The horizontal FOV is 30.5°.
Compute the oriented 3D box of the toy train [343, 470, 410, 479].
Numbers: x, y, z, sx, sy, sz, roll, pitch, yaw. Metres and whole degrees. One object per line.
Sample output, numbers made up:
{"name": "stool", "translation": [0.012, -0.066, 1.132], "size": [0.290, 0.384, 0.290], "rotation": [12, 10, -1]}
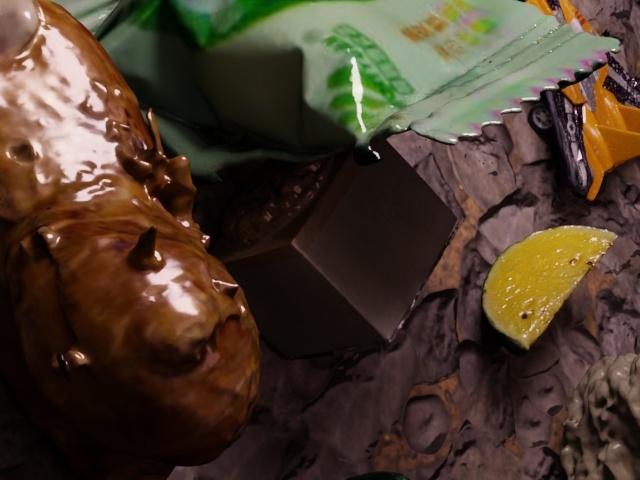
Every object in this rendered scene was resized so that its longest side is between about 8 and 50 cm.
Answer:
{"name": "toy train", "translation": [0.099, 0.337, 0.990], "size": [0.330, 0.138, 0.178], "rotation": [41, 52, -22]}

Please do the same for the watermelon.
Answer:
{"name": "watermelon", "translation": [0.212, 0.040, 1.188], "size": [0.075, 0.092, 0.181], "rotation": [46, 62, -1]}

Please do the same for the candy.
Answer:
{"name": "candy", "translation": [0.004, -0.158, 0.928], "size": [0.263, 0.397, 0.172], "rotation": [-44, 136, -37]}

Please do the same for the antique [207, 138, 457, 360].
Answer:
{"name": "antique", "translation": [0.000, 0.000, 0.995], "size": [0.148, 0.152, 0.147], "rotation": [45, 57, -22]}

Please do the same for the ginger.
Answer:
{"name": "ginger", "translation": [-0.171, -0.016, 0.822], "size": [0.176, 0.254, 0.418], "rotation": [-20, 84, -33]}

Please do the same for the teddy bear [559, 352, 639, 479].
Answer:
{"name": "teddy bear", "translation": [0.408, 0.222, 1.211], "size": [0.367, 0.224, 0.358], "rotation": [-12, 104, -40]}

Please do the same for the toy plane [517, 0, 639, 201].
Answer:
{"name": "toy plane", "translation": [0.250, -0.212, 1.284], "size": [0.316, 0.103, 0.204], "rotation": [53, 51, -5]}
